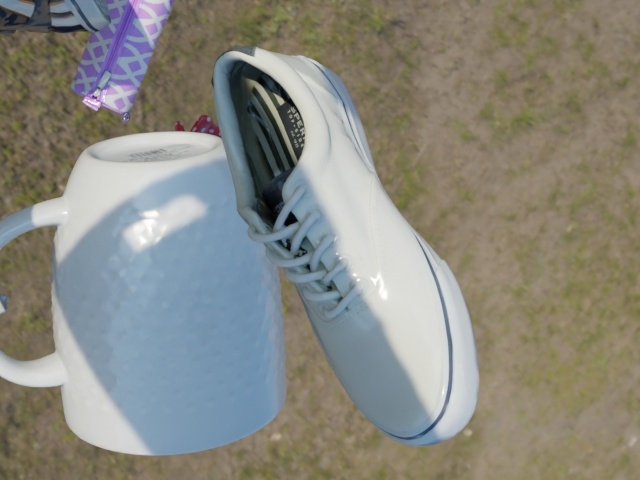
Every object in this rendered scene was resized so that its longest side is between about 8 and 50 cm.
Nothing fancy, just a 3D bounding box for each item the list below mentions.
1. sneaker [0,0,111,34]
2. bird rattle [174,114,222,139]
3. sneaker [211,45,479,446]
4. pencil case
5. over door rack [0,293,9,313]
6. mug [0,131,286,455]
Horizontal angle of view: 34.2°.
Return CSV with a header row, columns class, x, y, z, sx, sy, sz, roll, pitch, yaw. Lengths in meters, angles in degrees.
class,x,y,z,sx,sy,sz,roll,pitch,yaw
sneaker,-0.313,-0.281,1.091,0.128,0.126,0.321,-21,179,1
bird rattle,-0.227,-0.083,1.675,0.253,0.143,0.207,-67,168,4
sneaker,0.000,0.000,0.592,0.094,0.258,0.091,-41,152,29
pencil case,-0.245,-0.258,1.299,0.088,0.086,0.206,-40,152,-80
over door rack,-0.616,-0.005,1.477,0.240,0.108,0.324,-23,106,-7
mug,-0.228,0.054,1.230,0.374,0.276,0.328,-10,109,-22
